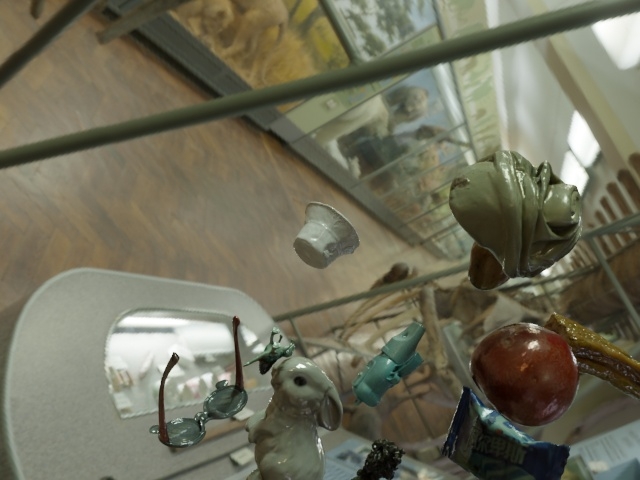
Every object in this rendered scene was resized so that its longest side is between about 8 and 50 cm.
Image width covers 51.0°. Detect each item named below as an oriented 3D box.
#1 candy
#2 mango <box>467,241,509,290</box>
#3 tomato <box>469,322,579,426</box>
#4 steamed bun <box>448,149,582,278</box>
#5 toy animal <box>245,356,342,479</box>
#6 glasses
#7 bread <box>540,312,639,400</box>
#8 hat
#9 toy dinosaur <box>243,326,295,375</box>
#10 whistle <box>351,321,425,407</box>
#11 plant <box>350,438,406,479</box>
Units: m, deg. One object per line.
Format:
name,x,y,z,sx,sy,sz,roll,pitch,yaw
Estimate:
candy,0.381,0.450,1.434,0.077,0.187,0.331,14,6,-26
mango,0.554,0.067,2.146,0.120,0.151,0.221,-65,160,-58
tomato,0.518,0.329,1.681,0.265,0.265,0.265,58,12,-20
steamed bun,0.500,-0.089,1.633,0.324,0.219,0.310,52,39,0
toy animal,-0.053,0.462,1.644,0.258,0.357,0.194,18,13,3
glasses,-0.258,0.288,1.434,0.234,0.118,0.268,-27,129,-42
bread,0.805,0.341,1.922,0.380,0.109,0.185,26,15,-15
hat,0.000,0.000,1.922,0.203,0.126,0.203,33,-29,20
toy dinosaur,-0.117,0.268,1.532,0.187,0.044,0.106,-44,153,-46
whistle,0.179,0.328,1.773,0.093,0.274,0.186,42,-6,-12
plant,0.121,0.523,1.518,0.085,0.174,0.087,39,18,18
